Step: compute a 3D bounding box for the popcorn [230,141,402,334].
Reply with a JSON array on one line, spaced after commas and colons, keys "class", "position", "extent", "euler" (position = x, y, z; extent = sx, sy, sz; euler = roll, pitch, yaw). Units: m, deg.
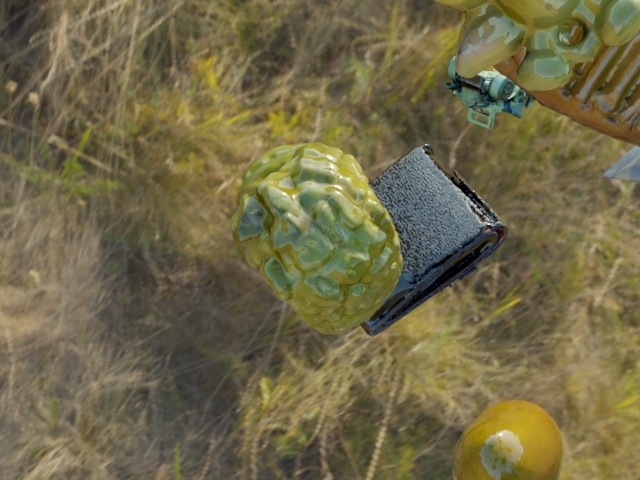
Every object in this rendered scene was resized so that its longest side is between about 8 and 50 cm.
[{"class": "popcorn", "position": [0.000, 0.000, 1.448], "extent": [0.173, 0.286, 0.225], "euler": [-32, 101, 0]}]

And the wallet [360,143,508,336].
[{"class": "wallet", "position": [0.121, -0.006, 1.855], "extent": [0.262, 0.071, 0.221], "euler": [-38, 54, 0]}]

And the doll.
[{"class": "doll", "position": [0.058, -0.200, 0.550], "extent": [0.086, 0.117, 0.291], "euler": [6, 58, -49]}]

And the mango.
[{"class": "mango", "position": [0.205, 0.240, 1.356], "extent": [0.113, 0.253, 0.138], "euler": [32, 86, 22]}]

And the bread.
[{"class": "bread", "position": [0.173, -0.119, 0.688], "extent": [0.199, 0.104, 0.199], "euler": [22, 24, -11]}]

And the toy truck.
[{"class": "toy truck", "position": [0.213, -0.166, 1.411], "extent": [0.080, 0.078, 0.154], "euler": [30, 24, 37]}]

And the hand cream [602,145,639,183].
[{"class": "hand cream", "position": [0.392, -0.062, 1.167], "extent": [0.091, 0.271, 0.058], "euler": [-41, 122, -17]}]
